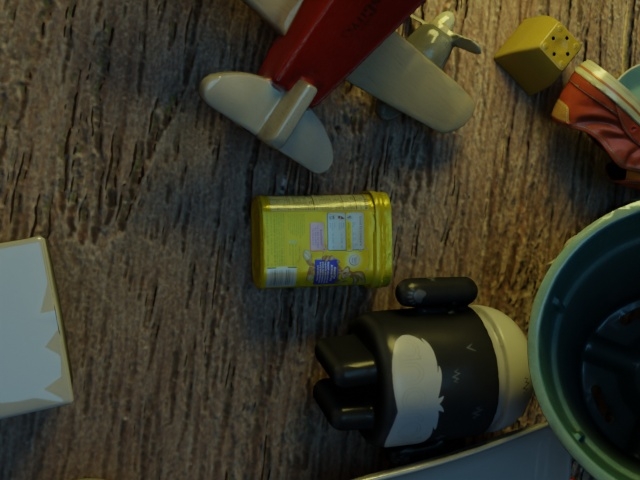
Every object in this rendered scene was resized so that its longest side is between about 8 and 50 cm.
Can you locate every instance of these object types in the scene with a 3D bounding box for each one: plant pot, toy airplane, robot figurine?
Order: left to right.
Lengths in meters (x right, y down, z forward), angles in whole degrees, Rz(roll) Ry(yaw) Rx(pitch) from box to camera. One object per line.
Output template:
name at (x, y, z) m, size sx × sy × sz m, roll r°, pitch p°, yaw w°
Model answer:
toy airplane at (0.014, -0.280, 0.979) m, size 0.384 × 0.272 × 0.386 m, roll -11°, pitch 131°, yaw -7°
robot figurine at (0.133, 0.168, 1.047) m, size 0.278 × 0.209 × 0.174 m, roll -3°, pitch 56°, yaw -17°
plant pot at (0.309, -0.261, 1.136) m, size 0.081 × 0.083 × 0.081 m, roll 42°, pitch 79°, yaw -13°
plant pot at (0.437, 0.153, 1.000) m, size 0.341 × 0.334 × 0.341 m, roll -5°, pitch 74°, yaw 17°

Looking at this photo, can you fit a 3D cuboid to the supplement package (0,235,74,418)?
supplement package at (-0.422, 0.105, 0.862) m, size 0.292 × 0.175 × 0.178 m, roll -10°, pitch 93°, yaw -17°

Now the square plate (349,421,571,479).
square plate at (0.167, 0.408, 1.079) m, size 0.347 × 0.049 × 0.344 m, roll -12°, pitch 115°, yaw -17°

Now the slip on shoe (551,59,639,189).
slip on shoe at (0.454, -0.114, 1.156) m, size 0.331 × 0.123 × 0.101 m, roll 37°, pitch 107°, yaw -17°

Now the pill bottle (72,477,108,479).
pill bottle at (-0.243, 0.370, 0.858) m, size 0.169 × 0.301 × 0.169 m, roll 0°, pitch 90°, yaw -18°

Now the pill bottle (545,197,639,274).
pill bottle at (0.406, 0.019, 1.167) m, size 0.169 × 0.094 × 0.094 m, roll -31°, pitch 100°, yaw -15°

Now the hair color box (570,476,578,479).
hair color box at (0.368, 0.430, 1.164) m, size 0.053 × 0.093 × 0.167 m, roll -10°, pitch 95°, yaw -17°

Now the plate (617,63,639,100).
plate at (0.495, -0.172, 1.229) m, size 0.188 × 0.024 × 0.188 m, roll 0°, pitch 91°, yaw -18°

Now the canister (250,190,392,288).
canister at (0.000, 0.000, 1.050) m, size 0.169 × 0.073 × 0.126 m, roll -1°, pitch 91°, yaw -16°
